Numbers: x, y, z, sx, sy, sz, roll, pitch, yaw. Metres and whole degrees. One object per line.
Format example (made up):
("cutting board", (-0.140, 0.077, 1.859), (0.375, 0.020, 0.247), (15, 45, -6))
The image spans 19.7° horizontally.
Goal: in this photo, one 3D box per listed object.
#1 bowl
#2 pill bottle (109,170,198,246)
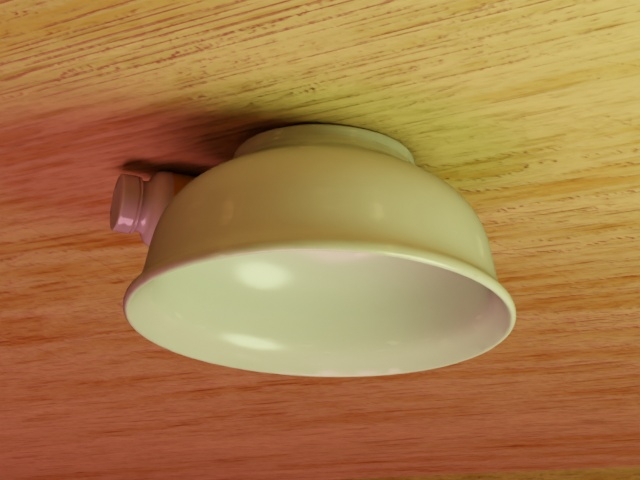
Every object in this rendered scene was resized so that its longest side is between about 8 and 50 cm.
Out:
("bowl", (0.000, 0.000, 1.401), (0.297, 0.134, 0.298), (1, 159, 0))
("pill bottle", (-0.111, -0.022, 1.510), (0.116, 0.065, 0.065), (9, 164, -17))
